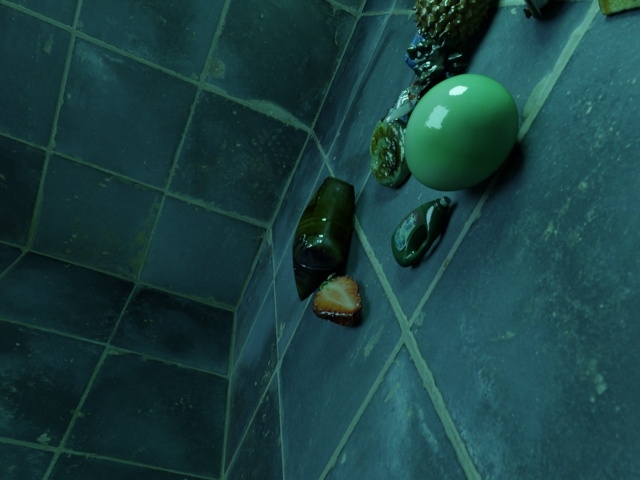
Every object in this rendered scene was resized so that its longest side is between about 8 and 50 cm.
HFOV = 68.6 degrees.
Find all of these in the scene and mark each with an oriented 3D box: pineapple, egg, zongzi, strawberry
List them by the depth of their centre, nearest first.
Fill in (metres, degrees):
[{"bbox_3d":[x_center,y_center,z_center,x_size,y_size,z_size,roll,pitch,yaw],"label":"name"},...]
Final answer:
[{"bbox_3d":[0.292,-0.222,1.004,0.270,0.220,0.221,125,158,-49],"label":"egg"},{"bbox_3d":[0.353,-0.594,1.321,0.223,0.222,0.358,-125,47,-71],"label":"pineapple"},{"bbox_3d":[0.067,0.214,1.512,0.175,0.107,0.236,-28,30,11],"label":"strawberry"},{"bbox_3d":[0.000,0.000,1.861,0.432,0.207,0.404,111,176,-57],"label":"zongzi"}]

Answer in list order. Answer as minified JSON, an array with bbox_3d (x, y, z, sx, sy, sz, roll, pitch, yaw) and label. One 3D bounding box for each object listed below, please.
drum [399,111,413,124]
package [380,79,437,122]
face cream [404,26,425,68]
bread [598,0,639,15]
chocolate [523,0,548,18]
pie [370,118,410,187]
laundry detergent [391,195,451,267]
[{"bbox_3d":[0.297,-0.366,1.484,0.253,0.049,0.130,-171,101,-75],"label":"drum"},{"bbox_3d":[0.287,-0.449,1.456,0.193,0.071,0.269,-19,21,36],"label":"package"},{"bbox_3d":[0.370,-0.701,1.571,0.149,0.083,0.264,-93,26,-55],"label":"face cream"},{"bbox_3d":[0.530,-0.460,0.776,0.147,0.127,0.152,-114,12,-66],"label":"bread"},{"bbox_3d":[0.472,-0.594,0.998,0.147,0.221,0.221,-26,39,29],"label":"chocolate"},{"bbox_3d":[0.226,-0.286,1.513,0.240,0.054,0.241,176,90,-67],"label":"pie"},{"bbox_3d":[0.260,-0.029,1.191,0.211,0.062,0.137,-52,26,44],"label":"laundry detergent"}]
